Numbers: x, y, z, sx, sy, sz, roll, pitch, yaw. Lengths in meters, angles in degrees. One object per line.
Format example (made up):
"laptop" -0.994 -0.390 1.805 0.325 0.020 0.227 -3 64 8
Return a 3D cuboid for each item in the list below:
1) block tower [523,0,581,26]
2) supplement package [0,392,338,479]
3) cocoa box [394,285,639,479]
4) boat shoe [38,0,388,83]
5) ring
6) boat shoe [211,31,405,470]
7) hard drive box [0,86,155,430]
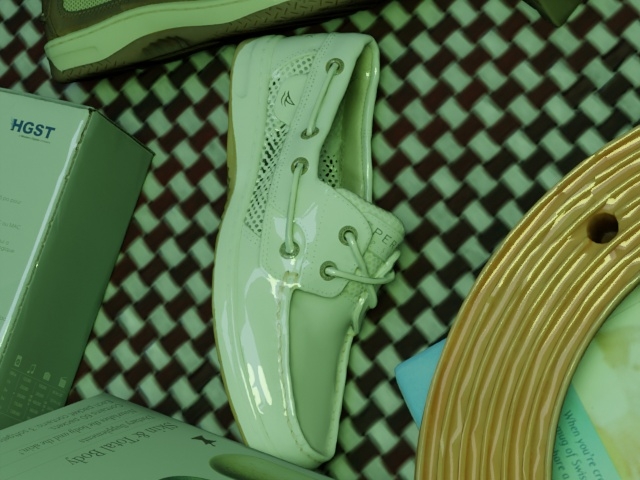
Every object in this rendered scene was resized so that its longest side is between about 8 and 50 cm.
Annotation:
"block tower" 0.043 -0.266 1.154 0.335 0.097 0.091 41 91 27
"supplement package" -0.074 0.224 0.940 0.263 0.199 0.198 17 107 27
"cocoa box" 0.228 0.171 0.845 0.231 0.228 0.347 -31 63 11
"boat shoe" -0.064 -0.169 1.152 0.257 0.095 0.095 -12 92 19
"ring" 0.200 0.093 0.736 0.337 0.032 0.336 -7 69 19
"boat shoe" 0.000 0.000 1.077 0.096 0.098 0.277 -9 68 21
"hard drive box" -0.233 0.020 1.176 0.181 0.089 0.232 14 79 27
